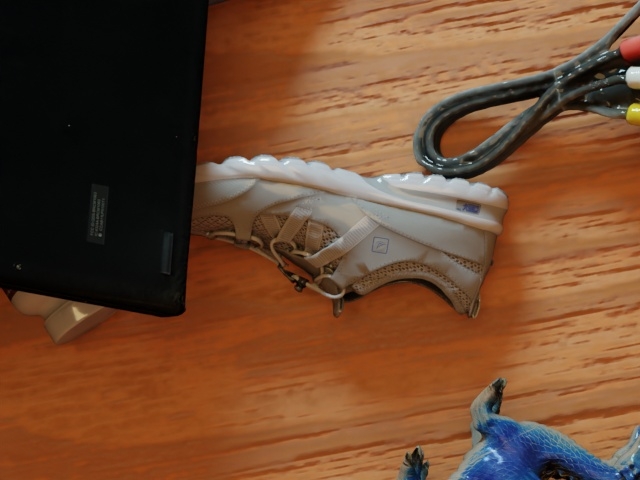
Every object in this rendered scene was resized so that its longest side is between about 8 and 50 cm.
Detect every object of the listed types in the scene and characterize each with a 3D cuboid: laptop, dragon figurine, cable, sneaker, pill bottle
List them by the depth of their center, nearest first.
[{"bbox_3d":[-0.313,-0.148,1.238,0.408,0.236,0.382,13,73,-32],"label":"laptop"},{"bbox_3d":[0.132,0.204,1.281,0.289,0.085,0.144,-38,70,-15],"label":"dragon figurine"},{"bbox_3d":[0.201,-0.123,1.302,0.287,0.072,0.139,-7,84,18],"label":"cable"},{"bbox_3d":[0.000,0.000,1.321,0.281,0.105,0.115,5,86,6],"label":"sneaker"},{"bbox_3d":[-0.222,0.003,1.349,0.086,0.086,0.152,-35,82,1],"label":"pill bottle"}]

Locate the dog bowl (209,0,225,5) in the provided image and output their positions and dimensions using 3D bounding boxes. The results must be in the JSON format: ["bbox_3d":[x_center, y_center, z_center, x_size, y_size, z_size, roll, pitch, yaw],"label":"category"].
[{"bbox_3d":[-0.127,-0.341,1.368,0.349,0.102,0.349,0,85,4],"label":"dog bowl"}]
